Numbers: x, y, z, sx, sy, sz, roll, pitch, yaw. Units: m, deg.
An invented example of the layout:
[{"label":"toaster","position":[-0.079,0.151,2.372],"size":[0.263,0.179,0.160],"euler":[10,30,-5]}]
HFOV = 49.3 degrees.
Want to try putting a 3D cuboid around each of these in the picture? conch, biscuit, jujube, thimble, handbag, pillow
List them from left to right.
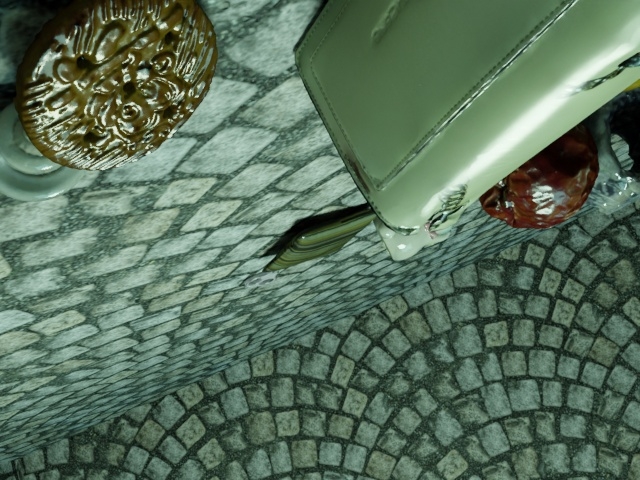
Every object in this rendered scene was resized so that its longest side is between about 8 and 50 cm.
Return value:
[{"label":"conch","position":[-0.288,-0.084,0.675],"size":[0.104,0.094,0.176],"euler":[-31,-161,-29]},{"label":"biscuit","position":[-0.168,-0.134,0.600],"size":[0.188,0.027,0.188],"euler":[-35,156,-19]},{"label":"pillow","position":[0.000,0.000,1.483],"size":[0.208,0.052,0.212],"euler":[-18,168,-33]},{"label":"handbag","position":[0.143,-0.181,0.625],"size":[0.160,0.236,0.358],"euler":[-13,163,-30]},{"label":"jujube","position":[0.415,-0.128,1.331],"size":[0.213,0.213,0.232],"euler":[-20,174,-13]},{"label":"thimble","position":[0.606,-0.183,1.394],"size":[0.245,0.217,0.157],"euler":[-64,-179,-23]}]

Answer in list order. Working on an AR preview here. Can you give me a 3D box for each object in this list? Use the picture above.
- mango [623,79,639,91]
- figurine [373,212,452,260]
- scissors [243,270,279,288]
[{"label":"mango","position":[0.455,-0.275,1.102],"size":[0.163,0.089,0.111],"euler":[-14,167,-2]},{"label":"figurine","position":[0.243,-0.051,1.543],"size":[0.235,0.127,0.155],"euler":[-27,148,3]},{"label":"scissors","position":[-0.101,0.067,1.657],"size":[0.189,0.015,0.100],"euler":[-33,161,32]}]
